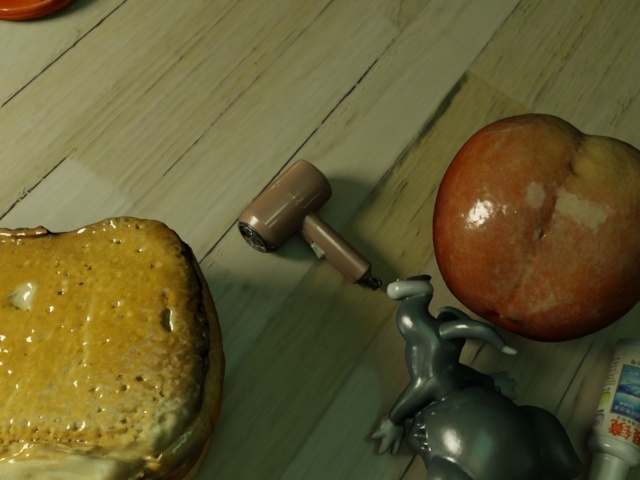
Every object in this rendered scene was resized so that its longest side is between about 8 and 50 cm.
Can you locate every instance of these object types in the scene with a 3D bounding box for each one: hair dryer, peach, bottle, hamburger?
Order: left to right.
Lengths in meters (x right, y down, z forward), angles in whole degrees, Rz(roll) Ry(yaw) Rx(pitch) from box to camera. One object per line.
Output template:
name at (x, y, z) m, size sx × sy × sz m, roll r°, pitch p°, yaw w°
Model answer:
hamburger at (-0.246, 0.122, 0.621) m, size 0.305 × 0.174 × 0.284 m, roll 0°, pitch 66°, yaw -7°
hair dryer at (0.000, 0.000, 0.767) m, size 0.182 × 0.064 × 0.117 m, roll 42°, pitch 70°, yaw 4°
peach at (0.246, -0.010, 0.708) m, size 0.252 × 0.252 × 0.252 m, roll 3°, pitch 68°, yaw -6°
bottle at (0.336, 0.216, 0.723) m, size 0.060 × 0.060 × 0.217 m, roll 27°, pitch 68°, yaw 4°

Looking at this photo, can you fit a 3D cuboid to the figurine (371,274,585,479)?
figurine at (0.160, 0.162, 0.680) m, size 0.193 × 0.140 × 0.265 m, roll -10°, pitch 93°, yaw -30°

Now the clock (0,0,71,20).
clock at (-0.418, -0.389, 0.873) m, size 0.205 × 0.051 × 0.205 m, roll 2°, pitch 67°, yaw -6°
